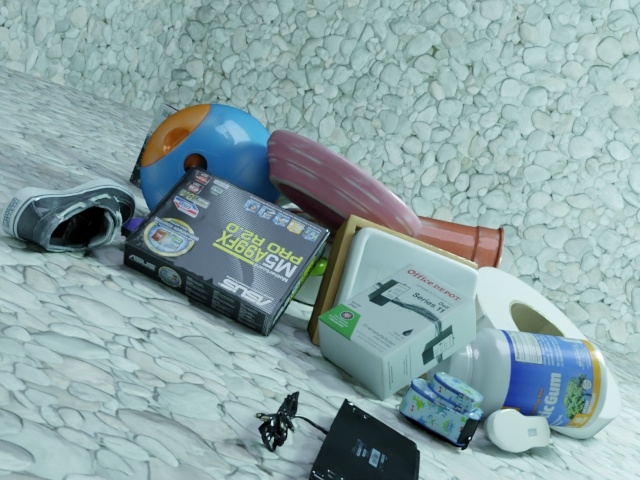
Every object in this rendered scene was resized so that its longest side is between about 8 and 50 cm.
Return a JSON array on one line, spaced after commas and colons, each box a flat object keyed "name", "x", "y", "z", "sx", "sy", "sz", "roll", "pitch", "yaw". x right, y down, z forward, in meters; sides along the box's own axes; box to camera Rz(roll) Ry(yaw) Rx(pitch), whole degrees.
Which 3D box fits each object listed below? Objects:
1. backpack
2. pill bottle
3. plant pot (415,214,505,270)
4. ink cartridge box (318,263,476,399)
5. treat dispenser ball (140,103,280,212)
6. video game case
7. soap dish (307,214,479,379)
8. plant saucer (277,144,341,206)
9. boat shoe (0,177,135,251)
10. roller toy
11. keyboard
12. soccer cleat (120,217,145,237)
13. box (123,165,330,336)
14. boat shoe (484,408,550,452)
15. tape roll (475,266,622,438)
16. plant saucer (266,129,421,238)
[{"name": "backpack", "x": 0.180, "y": 0.240, "z": 1.415, "sx": 0.114, "sy": 0.084, "sz": 0.105, "roll": 24, "pitch": 5, "yaw": 15}, {"name": "pill bottle", "x": 0.324, "y": 0.228, "z": 1.617, "sx": 0.272, "sy": 0.152, "sz": 0.152, "roll": 7, "pitch": 11, "yaw": -13}, {"name": "plant pot", "x": 0.317, "y": 0.057, "z": 2.557, "sx": 0.265, "sy": 0.272, "sz": 0.272, "roll": 17, "pitch": 7, "yaw": 1}, {"name": "ink cartridge box", "x": 0.123, "y": 0.138, "z": 1.531, "sx": 0.208, "sy": 0.087, "sz": 0.153, "roll": -28, "pitch": 40, "yaw": -31}, {"name": "treat dispenser ball", "x": -0.218, "y": -0.131, "z": 1.947, "sx": 0.288, "sy": 0.288, "sz": 0.288, "roll": 24, "pitch": 7, "yaw": -3}, {"name": "video game case", "x": -0.341, "y": -0.192, "z": 2.279, "sx": 0.232, "sy": 0.210, "sz": 0.042, "roll": 30, "pitch": 10, "yaw": 41}, {"name": "soap dish", "x": 0.125, "y": 0.107, "z": 1.702, "sx": 0.291, "sy": 0.229, "sz": 0.118, "roll": 21, "pitch": -8, "yaw": -28}, {"name": "plant saucer", "x": -0.125, "y": -0.127, "z": 2.408, "sx": 0.400, "sy": 0.100, "sz": 0.400, "roll": -20, "pitch": 2, "yaw": 1}, {"name": "boat shoe", "x": -0.360, "y": -0.032, "z": 1.503, "sx": 0.102, "sy": 0.108, "sz": 0.301, "roll": 27, "pitch": 10, "yaw": 17}, {"name": "roller toy", "x": -0.025, "y": 0.037, "z": 1.936, "sx": 0.209, "sy": 0.146, "sz": 0.191, "roll": 3, "pitch": 28, "yaw": -47}, {"name": "keyboard", "x": 0.022, "y": 0.240, "z": 1.116, "sx": 0.201, "sy": 0.033, "sz": 0.317, "roll": 32, "pitch": 7, "yaw": 5}, {"name": "soccer cleat", "x": -0.220, "y": -0.011, "z": 1.752, "sx": 0.318, "sy": 0.116, "sz": 0.108, "roll": 17, "pitch": 10, "yaw": -46}, {"name": "box", "x": -0.150, "y": 0.011, "z": 1.580, "sx": 0.270, "sy": 0.060, "sz": 0.216, "roll": 26, "pitch": 48, "yaw": 10}, {"name": "boat shoe", "x": 0.295, "y": 0.296, "z": 1.511, "sx": 0.063, "sy": 0.066, "sz": 0.184, "roll": -12, "pitch": -11, "yaw": 36}, {"name": "tape roll", "x": 0.424, "y": 0.215, "z": 1.899, "sx": 0.392, "sy": 0.072, "sz": 0.392, "roll": 33, "pitch": 26, "yaw": -18}, {"name": "plant saucer", "x": 0.029, "y": -0.080, "z": 1.804, "sx": 0.332, "sy": 0.084, "sz": 0.332, "roll": 33, "pitch": -6, "yaw": 4}]
